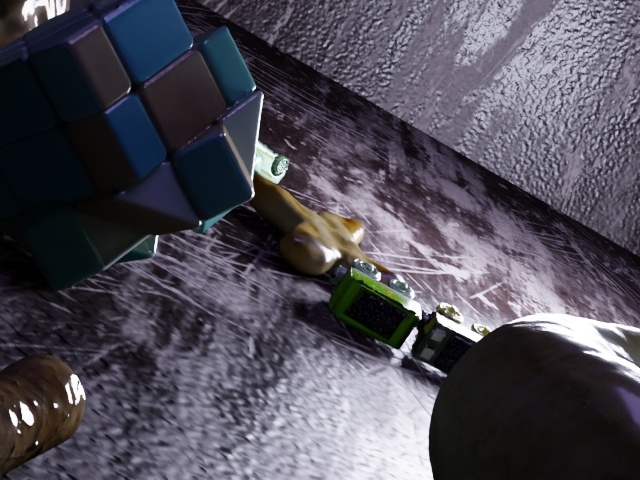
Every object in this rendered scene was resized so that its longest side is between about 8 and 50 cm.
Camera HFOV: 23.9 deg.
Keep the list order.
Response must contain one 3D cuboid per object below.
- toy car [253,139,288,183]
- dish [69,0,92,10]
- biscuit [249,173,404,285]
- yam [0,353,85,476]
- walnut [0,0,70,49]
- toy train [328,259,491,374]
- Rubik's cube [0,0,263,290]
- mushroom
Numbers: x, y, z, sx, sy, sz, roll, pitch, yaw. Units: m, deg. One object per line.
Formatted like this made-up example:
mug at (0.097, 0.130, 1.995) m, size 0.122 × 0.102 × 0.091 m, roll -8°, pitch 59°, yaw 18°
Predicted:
toy car at (-0.113, -0.124, 1.937) m, size 0.093 × 0.058 × 0.186 m, roll 38°, pitch 2°, yaw 33°
dish at (-0.398, -0.306, 1.939) m, size 0.260 × 0.085 × 0.260 m, roll 31°, pitch 12°, yaw -8°
biscuit at (0.001, 0.001, 1.721) m, size 0.164 × 0.047 × 0.208 m, roll 26°, pitch 12°, yaw -23°
yam at (-0.202, 0.104, 0.769) m, size 0.066 × 0.066 × 0.300 m, roll 33°, pitch 10°, yaw 13°
walnut at (-0.365, -0.241, 1.390) m, size 0.273 × 0.273 × 0.227 m, roll 25°, pitch -18°, yaw -22°
toy train at (0.099, 0.088, 1.576) m, size 0.202 × 0.060 × 0.081 m, roll 28°, pitch 19°, yaw -10°
Rubik's cube at (-0.177, -0.074, 1.226) m, size 0.224 × 0.265 × 0.213 m, roll -45°, pitch 115°, yaw -46°
mushroom at (0.248, 0.176, 1.079) m, size 0.352 × 0.260 × 0.352 m, roll 31°, pitch 15°, yaw -10°
